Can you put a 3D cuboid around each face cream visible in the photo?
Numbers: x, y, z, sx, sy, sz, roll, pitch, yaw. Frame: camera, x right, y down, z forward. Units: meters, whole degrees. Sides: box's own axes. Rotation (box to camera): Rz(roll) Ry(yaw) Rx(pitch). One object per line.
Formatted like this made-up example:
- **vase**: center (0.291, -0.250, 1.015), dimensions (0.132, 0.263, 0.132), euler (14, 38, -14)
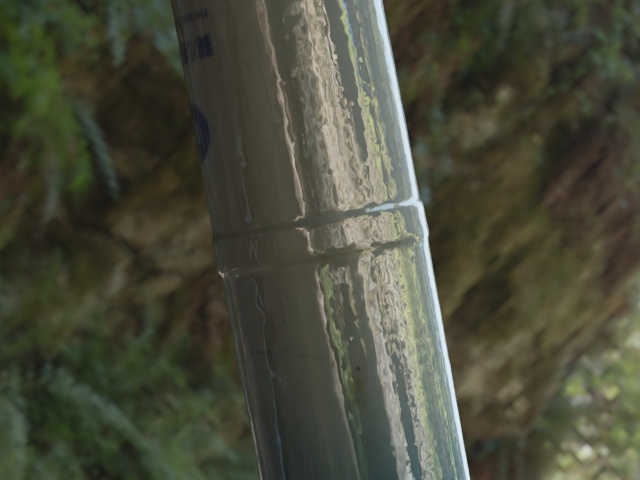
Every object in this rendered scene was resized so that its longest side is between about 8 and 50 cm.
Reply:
- **face cream**: center (0.000, 0.000, 0.705), dimensions (0.077, 0.077, 0.250), euler (175, -97, -87)
